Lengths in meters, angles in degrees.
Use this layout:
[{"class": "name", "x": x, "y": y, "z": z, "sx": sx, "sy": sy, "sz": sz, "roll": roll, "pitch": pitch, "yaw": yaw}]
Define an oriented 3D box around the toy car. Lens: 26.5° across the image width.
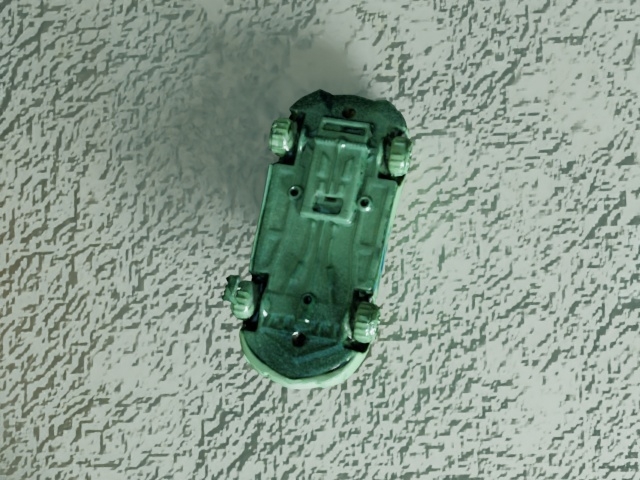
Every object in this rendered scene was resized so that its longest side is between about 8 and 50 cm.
[{"class": "toy car", "x": 0.000, "y": 0.000, "z": 0.819, "sx": 0.093, "sy": 0.058, "sz": 0.186, "roll": 10, "pitch": 74, "yaw": 8}]
